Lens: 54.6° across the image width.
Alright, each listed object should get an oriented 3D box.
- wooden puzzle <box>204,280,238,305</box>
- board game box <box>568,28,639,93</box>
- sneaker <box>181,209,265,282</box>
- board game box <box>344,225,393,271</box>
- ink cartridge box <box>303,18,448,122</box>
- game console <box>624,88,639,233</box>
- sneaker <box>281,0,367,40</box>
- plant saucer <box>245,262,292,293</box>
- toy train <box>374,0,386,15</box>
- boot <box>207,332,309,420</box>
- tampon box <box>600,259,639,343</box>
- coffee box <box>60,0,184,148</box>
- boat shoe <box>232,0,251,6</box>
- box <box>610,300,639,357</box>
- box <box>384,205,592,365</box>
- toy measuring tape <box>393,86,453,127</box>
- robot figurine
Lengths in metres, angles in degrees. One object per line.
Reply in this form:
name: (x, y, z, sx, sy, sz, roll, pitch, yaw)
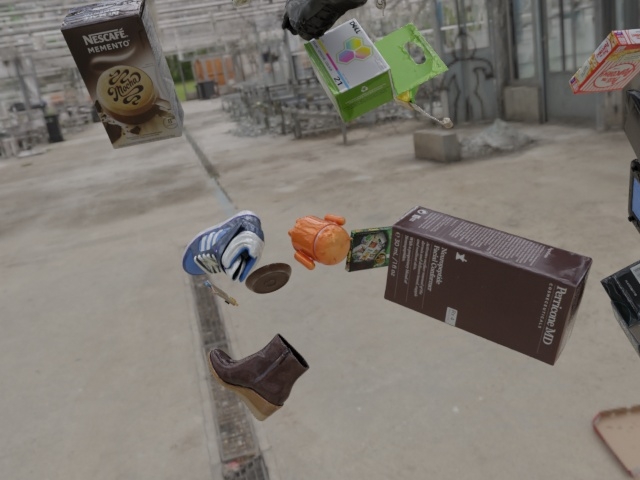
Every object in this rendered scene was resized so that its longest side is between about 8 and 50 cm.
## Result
wooden puzzle: (-0.245, 0.131, 1.519, 0.014, 0.116, 0.078, -51, 30, -3)
board game box: (0.732, -0.441, 1.533, 0.146, 0.045, 0.193, -9, -20, -13)
sneaker: (-0.308, 0.060, 1.899, 0.322, 0.130, 0.236, -33, 32, 17)
board game box: (0.194, 0.023, 2.008, 0.259, 0.136, 0.030, -6, 21, -38)
ink cartridge box: (0.119, -0.400, 1.355, 0.255, 0.097, 0.189, -27, 57, 1)
game console: (0.670, -0.120, 1.268, 0.044, 0.361, 0.213, -13, 48, 14)
sneaker: (0.006, -0.468, 1.253, 0.109, 0.130, 0.286, 21, 4, -27)
plant saucer: (-0.173, 0.135, 2.114, 0.168, 0.168, 0.029, -14, 59, -16)
toy train: (0.130, -0.784, 1.942, 0.143, 0.248, 0.105, -12, -23, 33)
boot: (-0.161, 0.312, 1.590, 0.248, 0.207, 0.090, 42, 17, 21)
tampon box: (0.691, 0.133, 1.334, 0.101, 0.120, 0.161, -33, -35, 20)
coffee box: (-0.428, -0.368, 1.377, 0.168, 0.297, 0.119, -11, 43, 1)
boat shoe: (-0.197, -0.725, 1.703, 0.084, 0.079, 0.233, -20, 5, -28)
box: (0.917, 0.224, 1.717, 0.147, 0.077, 0.180, -22, 33, 14)
box: (0.331, 0.083, 1.279, 0.381, 0.191, 0.143, 19, 32, 27)
toy measuring tape: (0.300, -0.472, 1.950, 0.330, 0.121, 0.121, 36, 40, 28)
robot figurine: (-0.001, 0.002, 1.848, 0.158, 0.128, 0.219, -23, 30, -35)
